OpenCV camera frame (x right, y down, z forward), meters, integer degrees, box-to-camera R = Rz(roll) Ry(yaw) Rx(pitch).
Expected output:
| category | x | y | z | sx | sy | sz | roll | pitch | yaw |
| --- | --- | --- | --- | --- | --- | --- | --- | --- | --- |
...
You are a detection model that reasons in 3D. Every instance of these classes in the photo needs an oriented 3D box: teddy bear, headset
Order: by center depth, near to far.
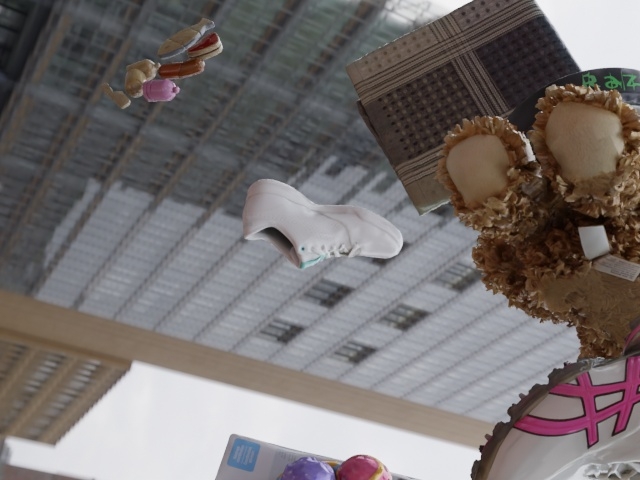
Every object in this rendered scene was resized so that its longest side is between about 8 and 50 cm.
| category | x | y | z | sx | sy | sz | roll | pitch | yaw |
| --- | --- | --- | --- | --- | --- | --- | --- | --- | --- |
| teddy bear | 0.237 | 0.005 | 0.818 | 0.245 | 0.338 | 0.113 | -39 | -158 | 41 |
| headset | 0.323 | -0.087 | 1.357 | 0.394 | 0.243 | 0.185 | 110 | -22 | -46 |

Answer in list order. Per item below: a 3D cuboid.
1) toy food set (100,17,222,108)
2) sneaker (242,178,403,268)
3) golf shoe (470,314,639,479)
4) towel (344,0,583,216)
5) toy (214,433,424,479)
| category | x | y | z | sx | sy | sz | roll | pitch | yaw |
| --- | --- | --- | --- | --- | --- | --- | --- | --- | --- |
| toy food set | -0.137 | -0.156 | 0.918 | 0.122 | 0.019 | 0.078 | -34 | -139 | -12 |
| sneaker | 0.000 | 0.000 | 1.278 | 0.080 | 0.212 | 0.094 | 121 | -17 | -54 |
| golf shoe | 0.172 | 0.103 | 0.563 | 0.186 | 0.067 | 0.086 | -32 | -129 | -6 |
| towel | 0.227 | -0.220 | 1.528 | 0.324 | 0.056 | 0.312 | -26 | -120 | 5 |
| toy | 0.034 | 0.208 | 0.776 | 0.137 | 0.237 | 0.056 | -73 | 179 | -60 |
